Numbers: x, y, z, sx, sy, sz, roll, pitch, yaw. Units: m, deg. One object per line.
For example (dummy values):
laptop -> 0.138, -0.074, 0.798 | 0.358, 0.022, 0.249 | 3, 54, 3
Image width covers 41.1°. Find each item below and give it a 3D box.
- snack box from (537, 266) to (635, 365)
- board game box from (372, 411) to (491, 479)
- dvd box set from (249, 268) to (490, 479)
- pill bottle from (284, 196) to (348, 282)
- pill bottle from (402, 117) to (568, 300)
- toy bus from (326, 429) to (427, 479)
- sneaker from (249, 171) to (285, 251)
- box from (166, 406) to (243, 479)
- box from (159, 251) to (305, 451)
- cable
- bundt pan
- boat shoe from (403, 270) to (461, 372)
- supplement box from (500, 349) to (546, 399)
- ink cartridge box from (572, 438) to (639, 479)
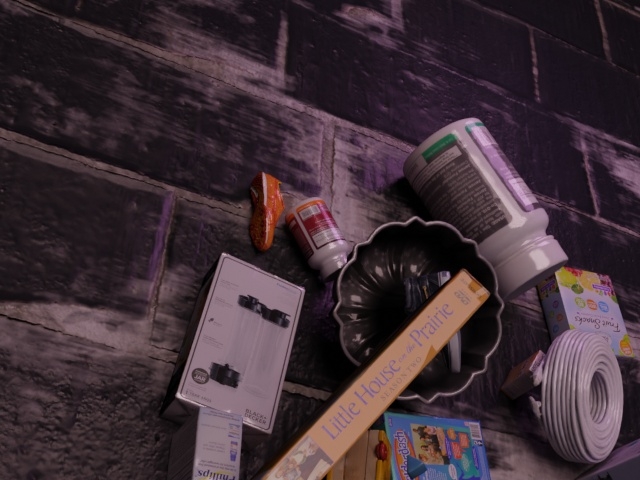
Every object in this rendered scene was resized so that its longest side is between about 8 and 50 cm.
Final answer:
snack box -> 0.579, 0.167, 1.873 | 0.174, 0.070, 0.207 | 10, 56, -26
board game box -> 0.199, 0.391, 1.502 | 0.210, 0.047, 0.160 | 12, 54, -25
dvd box set -> 0.051, 0.239, 1.266 | 0.062, 0.308, 0.420 | 45, 67, 6
pill bottle -> 0.000, 0.000, 1.630 | 0.086, 0.086, 0.152 | -14, 68, -37
pill bottle -> 0.348, -0.062, 1.802 | 0.204, 0.204, 0.361 | -18, 69, -38
toy bus -> 0.064, 0.407, 1.374 | 0.202, 0.104, 0.191 | -39, 49, -12
sneaker -> -0.095, -0.055, 1.629 | 0.067, 0.064, 0.175 | 22, 52, -29
box -> -0.174, 0.336, 1.264 | 0.072, 0.126, 0.137 | 17, 52, -21
box -> -0.140, 0.180, 1.419 | 0.169, 0.087, 0.290 | 24, 50, -15
cable -> 0.508, 0.298, 1.652 | 0.257, 0.089, 0.257 | -53, 125, -39
bundt pan -> 0.160, 0.127, 1.558 | 0.330, 0.124, 0.331 | 2, 83, -17
boat shoe -> 0.195, 0.143, 1.476 | 0.065, 0.083, 0.184 | -51, 132, -71
supplement box -> 0.405, 0.265, 1.680 | 0.036, 0.098, 0.062 | 42, 47, 1
ink cartridge box -> 0.616, 0.396, 1.572 | 0.185, 0.311, 0.065 | -18, 68, -38
